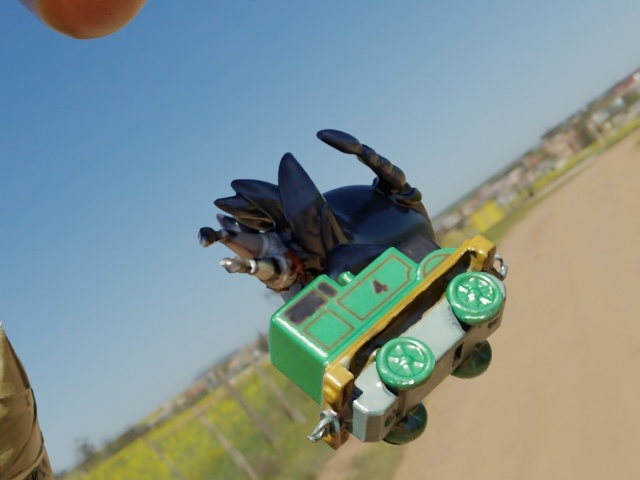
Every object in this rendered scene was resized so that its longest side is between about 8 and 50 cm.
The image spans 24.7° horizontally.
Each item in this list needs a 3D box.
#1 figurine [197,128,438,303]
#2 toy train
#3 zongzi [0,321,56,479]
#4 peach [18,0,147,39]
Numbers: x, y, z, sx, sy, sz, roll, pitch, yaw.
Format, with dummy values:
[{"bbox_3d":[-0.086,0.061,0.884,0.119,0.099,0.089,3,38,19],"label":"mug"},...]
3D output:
[{"bbox_3d":[0.011,0.009,1.403,0.197,0.175,0.265,-23,-22,6],"label":"figurine"},{"bbox_3d":[0.053,0.067,1.118,0.228,0.136,0.091,-42,-26,-29],"label":"toy train"},{"bbox_3d":[-0.230,0.085,0.842,0.081,0.189,0.178,-31,-45,-39],"label":"zongzi"},{"bbox_3d":[-0.267,-0.317,1.624,0.184,0.184,0.184,-35,-2,-1],"label":"peach"}]
